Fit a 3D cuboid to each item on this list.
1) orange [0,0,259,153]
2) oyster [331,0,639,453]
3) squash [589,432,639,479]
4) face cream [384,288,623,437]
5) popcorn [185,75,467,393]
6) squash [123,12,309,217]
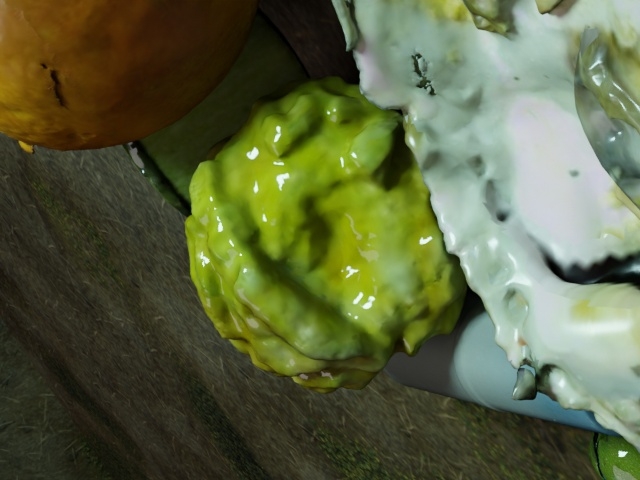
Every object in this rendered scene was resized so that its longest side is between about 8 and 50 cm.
[{"bbox_3d":[-0.167,-0.190,0.842,0.284,0.226,0.284,42,166,13],"label":"orange"},{"bbox_3d":[0.135,-0.029,0.683,0.201,0.107,0.354,-15,101,48],"label":"oyster"},{"bbox_3d":[0.241,0.174,0.856,0.183,0.052,0.052,41,158,24],"label":"squash"},{"bbox_3d":[0.122,0.071,0.894,0.077,0.077,0.250,57,162,-15],"label":"face cream"},{"bbox_3d":[0.002,-0.001,0.894,0.197,0.197,0.155,51,176,1],"label":"popcorn"},{"bbox_3d":[-0.093,-0.105,1.064,0.220,0.133,0.220,50,177,4],"label":"squash"}]
